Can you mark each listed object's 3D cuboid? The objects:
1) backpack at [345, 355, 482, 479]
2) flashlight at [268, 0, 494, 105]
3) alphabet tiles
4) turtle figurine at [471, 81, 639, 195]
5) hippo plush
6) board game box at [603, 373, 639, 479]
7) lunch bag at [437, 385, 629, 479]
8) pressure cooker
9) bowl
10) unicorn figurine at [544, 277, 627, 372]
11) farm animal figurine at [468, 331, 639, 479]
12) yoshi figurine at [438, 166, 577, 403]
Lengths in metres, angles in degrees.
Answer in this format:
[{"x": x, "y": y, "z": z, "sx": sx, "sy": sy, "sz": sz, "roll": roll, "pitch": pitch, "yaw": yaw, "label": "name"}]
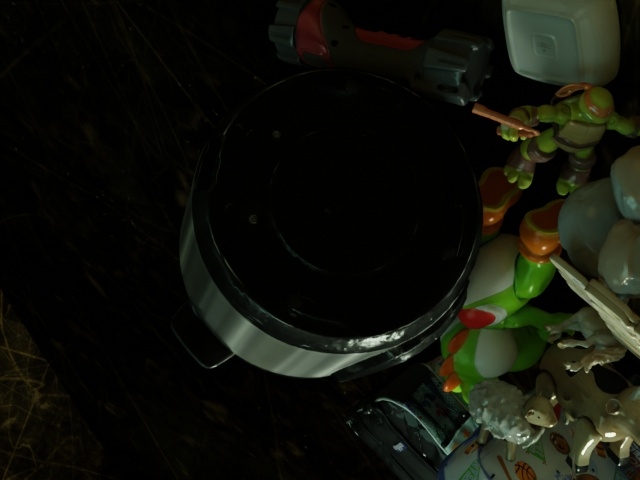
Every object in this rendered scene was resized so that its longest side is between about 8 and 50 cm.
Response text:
[{"x": 0.197, "y": 0.335, "z": 1.956, "sx": 0.253, "sy": 0.191, "sz": 0.225, "roll": 51, "pitch": 152, "yaw": 4, "label": "backpack"}, {"x": 0.079, "y": -0.257, "z": 1.490, "sx": 0.304, "sy": 0.103, "sz": 0.103, "roll": 16, "pitch": 115, "yaw": 32, "label": "flashlight"}, {"x": 0.376, "y": 0.123, "z": 1.307, "sx": 0.278, "sy": 0.021, "sz": 0.284, "roll": 42, "pitch": -178, "yaw": 27, "label": "alphabet tiles"}, {"x": 0.288, "y": -0.129, "z": 1.347, "sx": 0.269, "sy": 0.087, "sz": 0.217, "roll": 0, "pitch": 160, "yaw": -9, "label": "turtle figurine"}, {"x": 0.412, "y": -0.018, "z": 1.311, "sx": 0.294, "sy": 0.234, "sz": 0.236, "roll": 27, "pitch": 178, "yaw": -15, "label": "hippo plush"}, {"x": 0.488, "y": 0.314, "z": 1.716, "sx": 0.194, "sy": 0.060, "sz": 0.194, "roll": 41, "pitch": 148, "yaw": 6, "label": "board game box"}, {"x": 0.310, "y": 0.343, "z": 1.644, "sx": 0.243, "sy": 0.303, "sz": 0.115, "roll": 53, "pitch": 128, "yaw": 8, "label": "lunch bag"}, {"x": -0.002, "y": -0.006, "z": 1.533, "sx": 0.370, "sy": 0.375, "sz": 0.420, "roll": 5, "pitch": 166, "yaw": -10, "label": "pressure cooker"}, {"x": 0.271, "y": -0.237, "z": 1.321, "sx": 0.142, "sy": 0.053, "sz": 0.142, "roll": 18, "pitch": 141, "yaw": 35, "label": "bowl"}, {"x": 0.356, "y": 0.111, "z": 1.514, "sx": 0.060, "sy": 0.111, "sz": 0.162, "roll": 70, "pitch": 179, "yaw": -48, "label": "unicorn figurine"}, {"x": 0.409, "y": 0.227, "z": 1.502, "sx": 0.327, "sy": 0.330, "sz": 0.172, "roll": 36, "pitch": 130, "yaw": 39, "label": "farm animal figurine"}, {"x": 0.269, "y": 0.073, "z": 1.632, "sx": 0.203, "sy": 0.203, "sz": 0.362, "roll": 3, "pitch": 128, "yaw": -8, "label": "yoshi figurine"}]
